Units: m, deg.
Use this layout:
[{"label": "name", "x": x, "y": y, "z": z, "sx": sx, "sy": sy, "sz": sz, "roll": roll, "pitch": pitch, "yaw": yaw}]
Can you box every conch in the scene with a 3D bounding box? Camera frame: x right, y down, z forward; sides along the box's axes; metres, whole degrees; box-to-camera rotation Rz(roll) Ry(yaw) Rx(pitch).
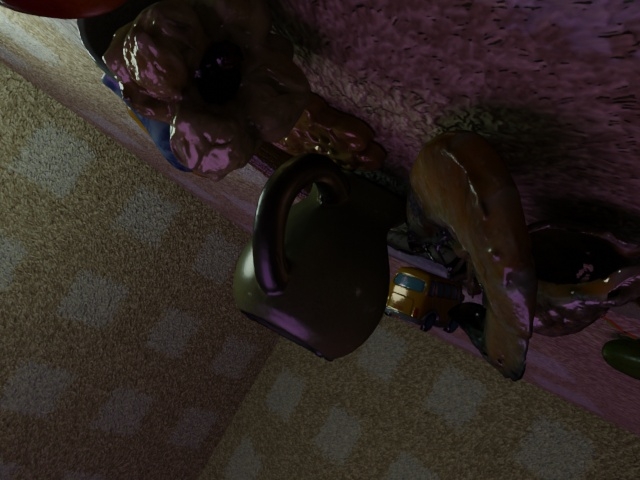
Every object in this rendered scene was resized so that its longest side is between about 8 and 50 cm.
[{"label": "conch", "x": 0.283, "y": 0.039, "z": 0.554, "sx": 0.155, "sy": 0.130, "sz": 0.207, "roll": 20, "pitch": 160, "yaw": -16}]

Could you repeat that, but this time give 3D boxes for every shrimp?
[{"label": "shrimp", "x": 0.175, "y": 0.019, "z": 0.604, "sx": 0.445, "sy": 0.085, "sz": 0.272, "roll": 48, "pitch": -154, "yaw": -87}]

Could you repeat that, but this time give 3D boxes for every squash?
[{"label": "squash", "x": 0.575, "y": 0.213, "z": 0.782, "sx": 0.066, "sy": 0.066, "sz": 0.252, "roll": 33, "pitch": 170, "yaw": -19}]

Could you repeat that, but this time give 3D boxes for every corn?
[{"label": "corn", "x": -0.067, "y": -0.136, "z": 0.930, "sx": 0.207, "sy": 0.068, "sz": 0.068, "roll": 32, "pitch": 171, "yaw": -15}]

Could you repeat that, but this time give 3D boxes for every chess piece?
[{"label": "chess piece", "x": -0.192, "y": -0.239, "z": 0.637, "sx": 0.139, "sy": 0.139, "sz": 0.272, "roll": 30, "pitch": -178, "yaw": 1}]

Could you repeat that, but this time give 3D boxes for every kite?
[{"label": "kite", "x": 0.425, "y": 0.104, "z": 0.780, "sx": 0.183, "sy": 0.014, "sz": 0.241, "roll": 38, "pitch": -174, "yaw": 32}]

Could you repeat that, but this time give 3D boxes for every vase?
[{"label": "vase", "x": 0.000, "y": 0.000, "z": 0.732, "sx": 0.241, "sy": 0.302, "sz": 0.329, "roll": 21, "pitch": 163, "yaw": 29}]

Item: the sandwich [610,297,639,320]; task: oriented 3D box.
[{"label": "sandwich", "x": 0.421, "y": 0.083, "z": 0.649, "sx": 0.105, "sy": 0.035, "sz": 0.093, "roll": 32, "pitch": 171, "yaw": -12}]

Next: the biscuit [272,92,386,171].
[{"label": "biscuit", "x": -0.035, "y": -0.169, "z": 0.731, "sx": 0.289, "sy": 0.044, "sz": 0.202, "roll": 28, "pitch": 171, "yaw": 29}]

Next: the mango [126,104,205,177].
[{"label": "mango", "x": -0.297, "y": -0.234, "z": 1.023, "sx": 0.157, "sy": 0.109, "sz": 0.262, "roll": 36, "pitch": 172, "yaw": 41}]

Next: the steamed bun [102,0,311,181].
[{"label": "steamed bun", "x": -0.091, "y": -0.164, "z": 0.483, "sx": 0.106, "sy": 0.192, "sz": 0.177, "roll": 22, "pitch": 147, "yaw": 51}]

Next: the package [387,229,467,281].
[{"label": "package", "x": 0.224, "y": 0.032, "z": 0.986, "sx": 0.204, "sy": 0.062, "sz": 0.251, "roll": 23, "pitch": -178, "yaw": 38}]

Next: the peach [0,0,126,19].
[{"label": "peach", "x": -0.208, "y": -0.256, "z": 0.321, "sx": 0.192, "sy": 0.190, "sz": 0.190, "roll": 13, "pitch": -174, "yaw": -43}]

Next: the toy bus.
[{"label": "toy bus", "x": 0.248, "y": 0.133, "z": 1.120, "sx": 0.210, "sy": 0.136, "sz": 0.126, "roll": 15, "pitch": -178, "yaw": -45}]

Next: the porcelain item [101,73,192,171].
[{"label": "porcelain item", "x": -0.267, "y": -0.228, "z": 0.881, "sx": 0.259, "sy": 0.141, "sz": 0.141, "roll": 44, "pitch": 167, "yaw": -21}]
